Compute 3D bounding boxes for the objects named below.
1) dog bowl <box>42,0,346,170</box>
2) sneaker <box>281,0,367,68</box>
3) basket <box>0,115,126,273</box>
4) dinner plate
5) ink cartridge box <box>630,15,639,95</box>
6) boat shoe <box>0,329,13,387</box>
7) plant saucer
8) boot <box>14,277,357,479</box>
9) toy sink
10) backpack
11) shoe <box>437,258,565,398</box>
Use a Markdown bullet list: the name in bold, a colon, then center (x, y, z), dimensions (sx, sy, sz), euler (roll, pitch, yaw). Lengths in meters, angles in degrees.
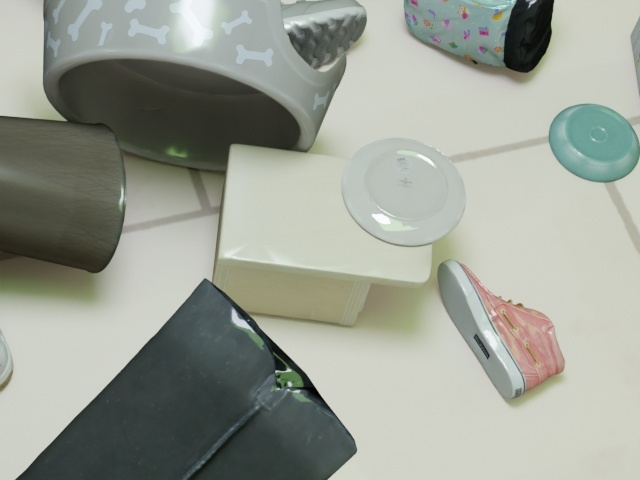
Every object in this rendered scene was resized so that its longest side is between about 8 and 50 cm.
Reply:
- **dog bowl**: center (-0.149, -0.181, 1.717), dimensions (0.348, 0.349, 0.102), euler (10, 71, -3)
- **sneaker**: center (-0.080, -0.272, 1.907), dimensions (0.281, 0.105, 0.115), euler (-11, 62, -15)
- **basket**: center (-0.347, -0.062, 1.663), dimensions (0.227, 0.154, 0.204), euler (8, 29, -29)
- **dinner plate**: center (0.094, -0.058, 1.709), dimensions (0.141, 0.017, 0.141), euler (5, 58, -7)
- **ink cartridge box**: center (0.481, -0.224, 1.958), dimensions (0.127, 0.128, 0.176), euler (2, 59, -8)
- **boat shoe**: center (-0.413, 0.035, 1.676), dimensions (0.098, 0.096, 0.277), euler (-27, 67, -21)
- **plant saucer**: center (0.348, -0.129, 1.942), dimensions (0.119, 0.021, 0.119), euler (4, 60, -7)
- **boot**: center (-0.238, 0.196, 1.345), dimensions (0.445, 0.146, 0.367), euler (-41, 100, 5)
- **toy sink**: center (0.000, 0.000, 1.745), dimensions (0.234, 0.131, 0.153), euler (6, 60, -5)
- **backpack**: center (0.199, -0.298, 1.949), dimensions (0.182, 0.152, 0.115), euler (25, 49, 20)
- **shoe**: center (0.208, 0.090, 1.769), dimensions (0.081, 0.063, 0.178), euler (-22, 71, -22)
